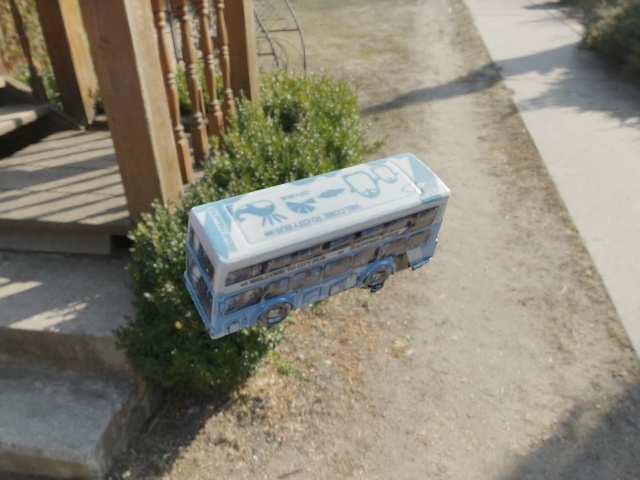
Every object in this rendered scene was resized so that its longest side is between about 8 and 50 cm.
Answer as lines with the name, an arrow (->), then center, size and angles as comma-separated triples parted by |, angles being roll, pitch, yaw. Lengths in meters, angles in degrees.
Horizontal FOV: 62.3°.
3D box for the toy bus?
toy bus -> 0.000, 0.000, 0.602 | 0.297, 0.131, 0.106 | -17, 50, -25
